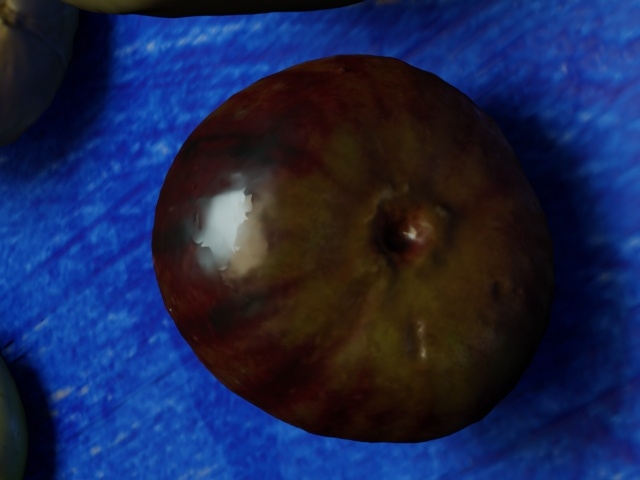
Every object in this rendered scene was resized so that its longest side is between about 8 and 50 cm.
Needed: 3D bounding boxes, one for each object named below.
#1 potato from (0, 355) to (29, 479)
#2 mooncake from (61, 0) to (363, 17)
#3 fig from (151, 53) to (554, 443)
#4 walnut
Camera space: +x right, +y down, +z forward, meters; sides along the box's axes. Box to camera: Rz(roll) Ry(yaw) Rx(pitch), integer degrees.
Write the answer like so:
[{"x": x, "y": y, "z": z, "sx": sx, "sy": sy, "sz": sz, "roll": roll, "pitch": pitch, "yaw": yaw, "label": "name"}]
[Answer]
[{"x": -0.288, "y": 0.090, "z": 1.150, "sx": 0.300, "sy": 0.140, "sz": 0.173, "roll": 21, "pitch": 112, "yaw": 45, "label": "potato"}, {"x": -0.029, "y": -0.230, "z": 0.807, "sx": 0.284, "sy": 0.155, "sz": 0.284, "roll": 0, "pitch": 89, "yaw": 49, "label": "mooncake"}, {"x": -0.005, "y": 0.002, "z": 0.785, "sx": 0.202, "sy": 0.149, "sz": 0.148, "roll": 2, "pitch": 55, "yaw": 38, "label": "fig"}, {"x": -0.223, "y": -0.118, "z": 1.051, "sx": 0.197, "sy": 0.165, "sz": 0.165, "roll": 7, "pitch": 97, "yaw": 58, "label": "walnut"}]
